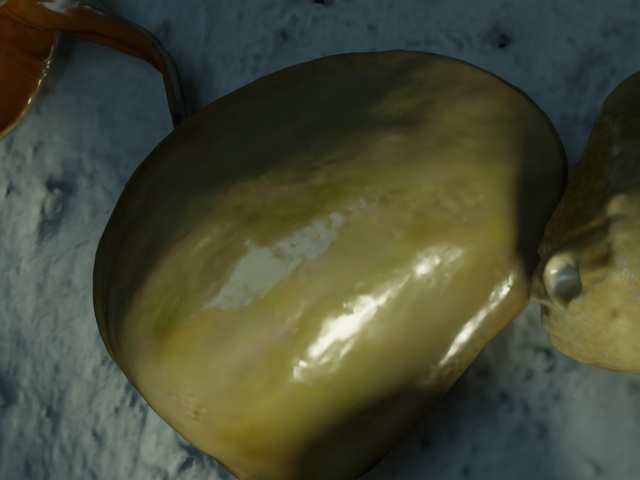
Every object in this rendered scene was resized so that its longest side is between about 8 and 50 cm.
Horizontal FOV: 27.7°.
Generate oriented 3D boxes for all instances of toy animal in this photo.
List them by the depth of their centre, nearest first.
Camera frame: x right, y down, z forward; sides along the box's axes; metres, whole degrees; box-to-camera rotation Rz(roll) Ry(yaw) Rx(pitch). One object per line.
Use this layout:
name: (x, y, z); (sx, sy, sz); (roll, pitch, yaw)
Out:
toy animal: (-0.186, -0.164, 0.892); (0.284, 0.225, 0.302); (6, 64, 15)

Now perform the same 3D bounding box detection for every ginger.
ginger: (0.221, -0.029, 0.579); (0.276, 0.130, 0.221); (-23, 28, 9)

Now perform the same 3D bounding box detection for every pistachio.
pistachio: (0.000, 0.000, 0.690); (0.260, 0.163, 0.212); (-44, 79, 7)
